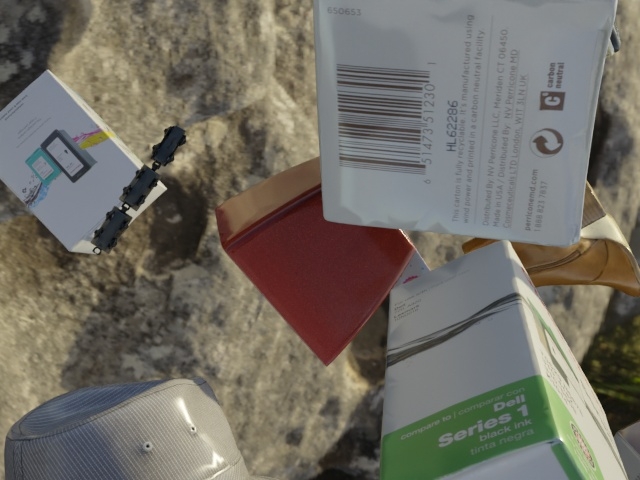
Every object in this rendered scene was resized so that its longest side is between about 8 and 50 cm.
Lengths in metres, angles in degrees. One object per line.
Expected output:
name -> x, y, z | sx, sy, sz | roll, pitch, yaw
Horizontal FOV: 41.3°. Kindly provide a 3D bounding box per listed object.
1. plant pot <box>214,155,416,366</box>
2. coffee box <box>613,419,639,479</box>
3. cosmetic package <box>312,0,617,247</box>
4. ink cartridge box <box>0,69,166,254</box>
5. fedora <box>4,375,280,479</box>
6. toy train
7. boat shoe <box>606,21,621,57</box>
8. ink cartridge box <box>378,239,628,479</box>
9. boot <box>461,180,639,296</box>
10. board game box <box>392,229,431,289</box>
plant pot -> 0.000, 0.000, 1.434 | 0.235, 0.267, 0.267 | -39, 108, 2
coffee box -> 0.398, 0.349, 1.074 | 0.168, 0.119, 0.297 | -13, 137, -33
cosmetic package -> 0.195, -0.248, 1.116 | 0.394, 0.327, 0.329 | -69, 160, -50
ink cartridge box -> -0.461, -0.135, 1.586 | 0.197, 0.198, 0.270 | -43, 89, -2
fedora -> -0.168, 0.190, 0.755 | 0.275, 0.243, 0.124 | -8, 87, -44
toy train -> -0.191, -0.053, 0.889 | 0.027, 0.036, 0.158 | 35, 84, -13
boat shoe -> 0.427, -0.396, 1.319 | 0.079, 0.084, 0.233 | -28, 110, -1
ink cartridge box -> 0.110, 0.118, 0.479 | 0.092, 0.219, 0.160 | -27, 108, 17
boot -> 0.347, 0.036, 1.265 | 0.211, 0.104, 0.295 | -30, 134, 20
board game box -> 0.208, 0.121, 1.763 | 0.097, 0.224, 0.303 | -34, 84, 2
